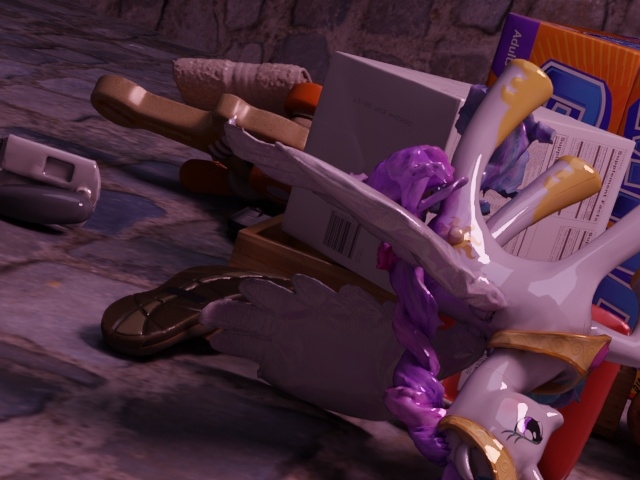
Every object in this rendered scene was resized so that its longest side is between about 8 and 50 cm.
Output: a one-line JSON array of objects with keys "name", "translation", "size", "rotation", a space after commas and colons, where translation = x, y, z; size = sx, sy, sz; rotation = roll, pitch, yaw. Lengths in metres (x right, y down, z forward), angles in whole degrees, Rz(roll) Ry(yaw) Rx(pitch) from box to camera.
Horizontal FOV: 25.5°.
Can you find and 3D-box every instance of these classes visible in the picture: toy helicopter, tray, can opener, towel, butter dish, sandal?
[{"name": "toy helicopter", "translation": [-0.131, -0.130, 1.845], "size": [0.355, 0.140, 0.235], "rotation": [21, -20, 10]}, {"name": "tray", "translation": [0.122, 0.079, 1.472], "size": [0.410, 0.076, 0.203], "rotation": [19, 11, 11]}, {"name": "can opener", "translation": [-0.366, -0.082, 1.471], "size": [0.283, 0.076, 0.095], "rotation": [17, 10, 2]}, {"name": "towel", "translation": [-0.082, -0.154, 1.932], "size": [0.187, 0.049, 0.282], "rotation": [5, -27, 17]}, {"name": "butter dish", "translation": [0.170, 0.122, 1.223], "size": [0.160, 0.160, 0.118], "rotation": [22, -11, 20]}, {"name": "sandal", "translation": [-0.102, 0.069, 1.229], "size": [0.090, 0.060, 0.219], "rotation": [18, 24, 30]}]

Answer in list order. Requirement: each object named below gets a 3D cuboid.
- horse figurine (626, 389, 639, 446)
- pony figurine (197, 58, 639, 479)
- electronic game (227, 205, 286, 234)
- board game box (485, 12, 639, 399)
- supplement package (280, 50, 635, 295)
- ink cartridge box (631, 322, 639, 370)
[{"name": "horse figurine", "translation": [0.358, 0.185, 1.354], "size": [0.174, 0.066, 0.263], "rotation": [34, 15, 31]}, {"name": "pony figurine", "translation": [0.107, 0.026, 1.082], "size": [0.351, 0.303, 0.363], "rotation": [31, 58, 18]}, {"name": "electronic game", "translation": [0.000, 0.000, 1.717], "size": [0.229, 0.048, 0.229], "rotation": [13, 5, -1]}, {"name": "board game box", "translation": [0.401, -0.040, 1.698], "size": [0.356, 0.356, 0.356], "rotation": [25, 16, 33]}, {"name": "supplement package", "translation": [0.140, -0.055, 1.449], "size": [0.262, 0.198, 0.199], "rotation": [8, 14, -40]}, {"name": "ink cartridge box", "translation": [0.381, 0.147, 1.306], "size": [0.206, 0.045, 0.208], "rotation": [34, 13, 6]}]
